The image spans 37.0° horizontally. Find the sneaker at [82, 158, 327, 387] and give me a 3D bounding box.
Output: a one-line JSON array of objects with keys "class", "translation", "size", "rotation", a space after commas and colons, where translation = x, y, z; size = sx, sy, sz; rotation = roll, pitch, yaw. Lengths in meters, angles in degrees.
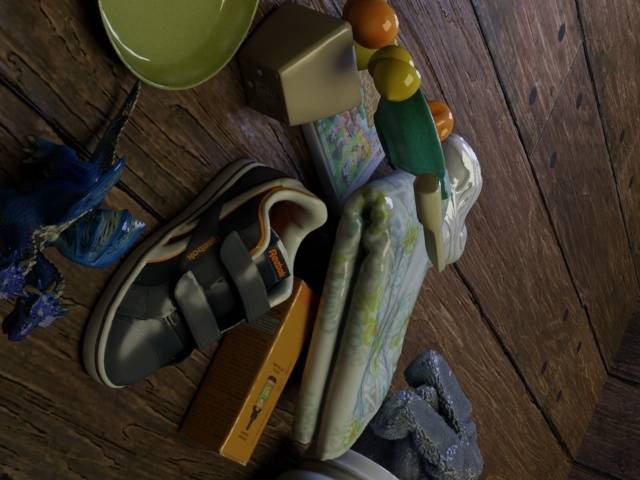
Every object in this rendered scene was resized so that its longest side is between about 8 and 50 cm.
[{"class": "sneaker", "translation": [-0.116, 0.038, 1.037], "size": [0.321, 0.127, 0.126], "rotation": [-53, 146, -28]}]

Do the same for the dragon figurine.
[{"class": "dragon figurine", "translation": [-0.208, -0.029, 0.825], "size": [0.289, 0.144, 0.085], "rotation": [-45, 141, -38]}]

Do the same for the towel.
[{"class": "towel", "translation": [0.078, 0.083, 1.327], "size": [0.320, 0.090, 0.375], "rotation": [-35, 140, -68]}]

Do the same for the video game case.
[{"class": "video game case", "translation": [0.047, -0.170, 1.293], "size": [0.193, 0.023, 0.212], "rotation": [-55, 146, -27]}]

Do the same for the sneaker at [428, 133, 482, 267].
[{"class": "sneaker", "translation": [0.190, -0.054, 1.533], "size": [0.115, 0.090, 0.232], "rotation": [-24, 125, -48]}]

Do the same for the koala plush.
[{"class": "koala plush", "translation": [0.121, 0.323, 1.514], "size": [0.203, 0.221, 0.196], "rotation": [57, 33, -6]}]

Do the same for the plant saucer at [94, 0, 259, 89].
[{"class": "plant saucer", "translation": [-0.139, -0.267, 0.920], "size": [0.241, 0.037, 0.241], "rotation": [-36, 135, -47]}]

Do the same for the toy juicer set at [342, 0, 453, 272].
[{"class": "toy juicer set", "translation": [0.113, -0.139, 1.096], "size": [0.209, 0.089, 0.329], "rotation": [77, -7, -80]}]

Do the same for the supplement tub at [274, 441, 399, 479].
[{"class": "supplement tub", "translation": [-0.013, 0.463, 1.326], "size": [0.316, 0.228, 0.228], "rotation": [-55, 146, -27]}]

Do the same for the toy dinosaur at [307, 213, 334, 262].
[{"class": "toy dinosaur", "translation": [0.000, 0.000, 1.313], "size": [0.090, 0.047, 0.082], "rotation": [-12, 132, -19]}]

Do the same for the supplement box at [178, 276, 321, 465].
[{"class": "supplement box", "translation": [-0.084, 0.156, 1.198], "size": [0.234, 0.080, 0.078], "rotation": [-66, 149, -14]}]

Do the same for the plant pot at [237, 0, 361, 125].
[{"class": "plant pot", "translation": [-0.030, -0.192, 1.083], "size": [0.096, 0.109, 0.109], "rotation": [-37, 136, -28]}]
